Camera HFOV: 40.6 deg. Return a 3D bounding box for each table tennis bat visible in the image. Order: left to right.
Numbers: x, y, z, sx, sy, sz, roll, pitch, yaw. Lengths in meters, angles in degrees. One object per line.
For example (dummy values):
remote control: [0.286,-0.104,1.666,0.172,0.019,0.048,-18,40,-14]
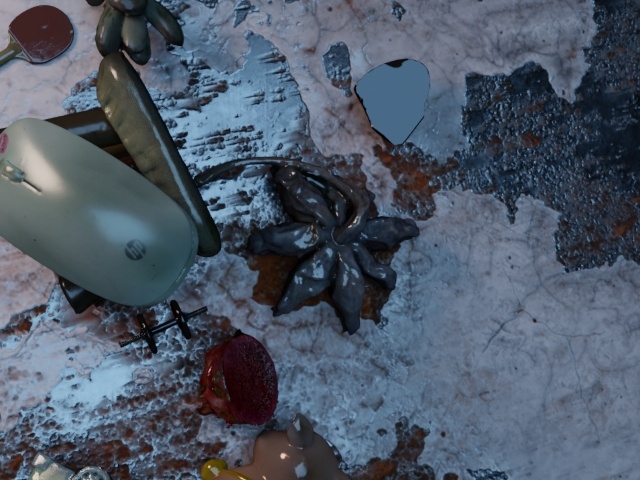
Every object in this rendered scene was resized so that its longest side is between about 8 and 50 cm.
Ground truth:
table tennis bat: [-0.468,-0.315,1.380,0.156,0.013,0.087,-38,96,-17]

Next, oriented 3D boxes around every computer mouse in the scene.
computer mouse: [-0.289,-0.030,1.059,0.288,0.097,0.159,32,92,-5]

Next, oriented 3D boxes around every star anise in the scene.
star anise: [0.000,0.000,1.399,0.359,0.139,0.316,-11,80,-15]

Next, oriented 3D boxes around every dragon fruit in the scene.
dragon fruit: [-0.150,0.223,1.364,0.111,0.153,0.153,-17,88,25]

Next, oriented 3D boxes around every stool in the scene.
stool: [-0.304,-0.076,1.249,0.226,0.310,0.310,-27,92,-9]

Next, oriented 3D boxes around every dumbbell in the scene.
dumbbell: [-0.245,0.135,1.357,0.147,0.069,0.069,-23,90,-15]

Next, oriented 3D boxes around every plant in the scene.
plant: [-0.315,-0.414,1.364,0.146,0.149,0.274,-14,85,0]

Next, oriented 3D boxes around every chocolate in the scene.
chocolate: [0.115,-0.235,1.486,0.125,0.080,0.148,11,88,-1]

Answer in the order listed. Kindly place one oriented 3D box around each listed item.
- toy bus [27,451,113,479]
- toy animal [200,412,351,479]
toy bus: [-0.292,0.442,1.207,0.312,0.152,0.190,22,65,14]
toy animal: [-0.088,0.388,1.338,0.248,0.149,0.165,-37,109,-4]
